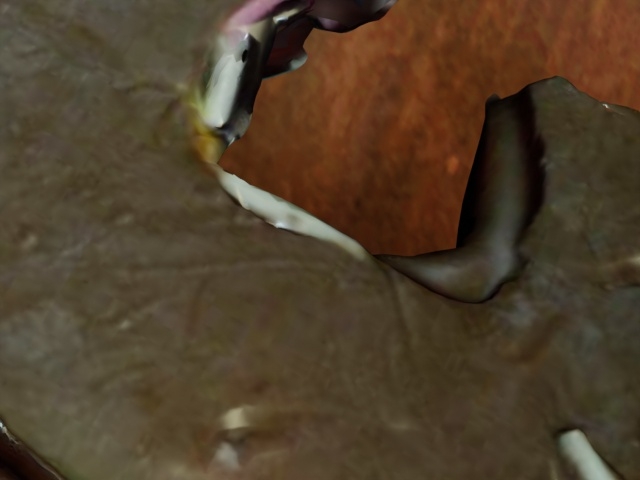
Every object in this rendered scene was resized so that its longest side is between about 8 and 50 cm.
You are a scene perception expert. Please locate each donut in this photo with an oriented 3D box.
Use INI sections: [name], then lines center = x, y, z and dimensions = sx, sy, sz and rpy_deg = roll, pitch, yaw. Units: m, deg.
[donut]
center = -0.014, 0.016, 0.500
dimensions = 0.345, 0.136, 0.259
rpy_deg = 28, 61, 0
